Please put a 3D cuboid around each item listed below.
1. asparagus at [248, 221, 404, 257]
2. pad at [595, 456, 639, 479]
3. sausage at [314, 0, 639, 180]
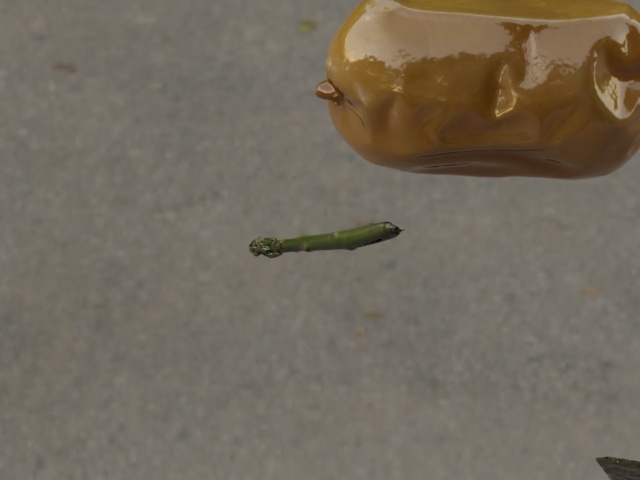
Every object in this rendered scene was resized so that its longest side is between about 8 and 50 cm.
[{"bbox_3d":[0.000,0.000,0.863,0.013,0.016,0.166,-22,6,-28],"label":"asparagus"},{"bbox_3d":[0.319,0.170,0.819,0.330,0.220,0.004,6,66,28],"label":"pad"},{"bbox_3d":[0.117,-0.108,1.118,0.241,0.136,0.120,5,23,-8],"label":"sausage"}]
